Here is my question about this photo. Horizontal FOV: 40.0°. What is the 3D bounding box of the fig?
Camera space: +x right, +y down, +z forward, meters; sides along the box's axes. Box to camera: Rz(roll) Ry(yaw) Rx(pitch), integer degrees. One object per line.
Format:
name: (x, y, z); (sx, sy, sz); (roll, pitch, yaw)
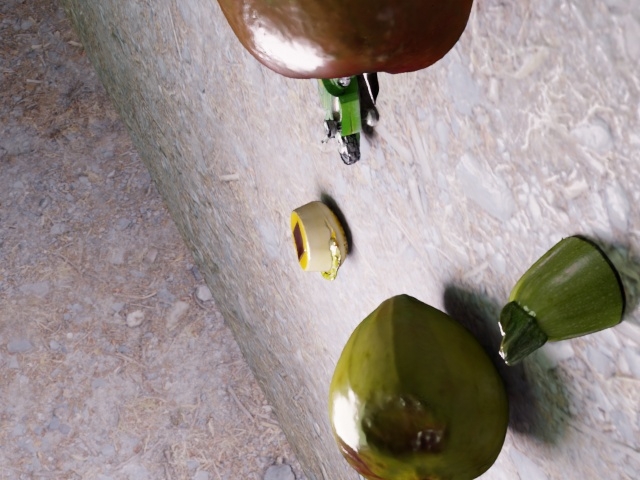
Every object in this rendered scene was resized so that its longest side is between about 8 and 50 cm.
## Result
fig: (0.129, 0.196, 1.179); (0.239, 0.239, 0.271); (98, 172, -58)

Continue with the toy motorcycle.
toy motorcycle: (0.025, -0.198, 1.228); (0.190, 0.074, 0.106); (84, 166, -44)

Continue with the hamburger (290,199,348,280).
hamburger: (0.000, 0.000, 1.524); (0.126, 0.081, 0.141); (99, 156, -56)

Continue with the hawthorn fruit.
hawthorn fruit: (0.027, -0.269, 0.834); (0.268, 0.268, 0.301); (39, 157, 56)

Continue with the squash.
squash: (0.218, 0.068, 0.878); (0.105, 0.132, 0.105); (53, 158, 32)
